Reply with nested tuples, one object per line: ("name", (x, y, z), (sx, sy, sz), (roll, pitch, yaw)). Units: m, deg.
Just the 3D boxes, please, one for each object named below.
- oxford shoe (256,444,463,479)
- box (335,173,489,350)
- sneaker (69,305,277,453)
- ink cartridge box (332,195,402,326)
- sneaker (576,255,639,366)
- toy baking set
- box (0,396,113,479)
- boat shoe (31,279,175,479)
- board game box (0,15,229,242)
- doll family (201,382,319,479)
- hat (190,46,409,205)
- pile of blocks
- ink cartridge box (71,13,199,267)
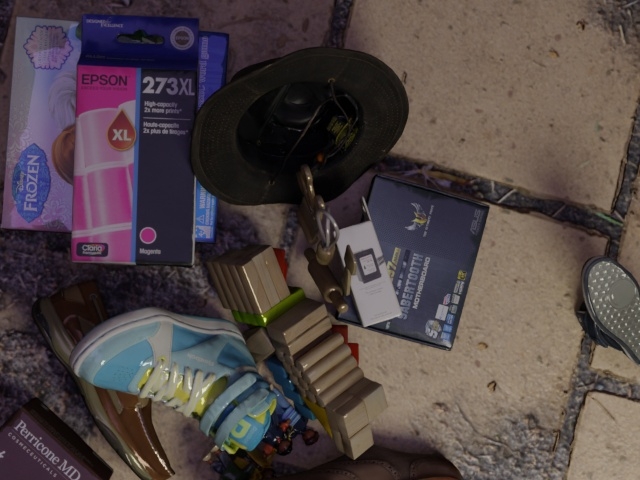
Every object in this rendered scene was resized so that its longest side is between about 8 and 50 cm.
("oxford shoe", (0.037, 0.376, 1.901), (0.364, 0.133, 0.130), (2, 119, -13))
("box", (0.139, 0.033, 1.961), (0.183, 0.059, 0.232), (16, 87, -3))
("sneaker", (-0.180, 0.203, 1.782), (0.208, 0.319, 0.127), (51, 119, 30))
("ink cartridge box", (0.060, 0.031, 1.875), (0.060, 0.104, 0.180), (-18, 87, -1))
("sneaker", (0.422, 0.091, 1.922), (0.086, 0.163, 0.226), (-38, 118, -2))
("toy baking set", (0.001, 0.005, 1.848), (0.030, 0.256, 0.197), (-18, 130, -10))
("box", (-0.427, 0.357, 1.843), (0.168, 0.167, 0.203), (43, 85, -2))
("boat shoe", (-0.296, 0.203, 1.887), (0.120, 0.122, 0.324), (-31, 91, -11))
("board game box", (-0.303, -0.162, 1.926), (0.318, 0.066, 0.318), (3, 88, -5))
("doll family", (-0.082, 0.305, 1.925), (0.111, 0.076, 0.193), (42, 82, 2))
("hat", (-0.045, -0.195, 1.889), (0.331, 0.331, 0.134), (-20, 53, -6))
("pile of blocks", (-0.023, 0.148, 1.916), (0.112, 0.149, 0.362), (-33, 89, -30))
("ink cartridge box", (-0.265, -0.148, 1.867), (0.176, 0.069, 0.371), (1, 86, -6))
